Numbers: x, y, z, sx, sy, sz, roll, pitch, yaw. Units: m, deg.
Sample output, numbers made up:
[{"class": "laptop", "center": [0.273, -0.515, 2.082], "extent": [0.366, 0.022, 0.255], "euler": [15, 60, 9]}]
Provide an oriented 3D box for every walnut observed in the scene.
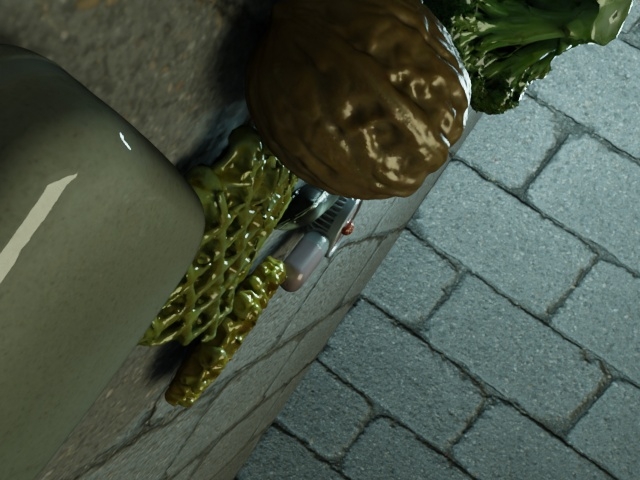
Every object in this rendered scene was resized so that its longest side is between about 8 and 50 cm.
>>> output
[{"class": "walnut", "center": [0.032, -0.141, 0.627], "extent": [0.213, 0.213, 0.213], "euler": [-52, 169, -15]}]

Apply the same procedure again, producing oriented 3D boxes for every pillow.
[{"class": "pillow", "center": [-0.011, -0.062, 1.054], "extent": [0.136, 0.055, 0.091], "euler": [-40, 164, -46]}]

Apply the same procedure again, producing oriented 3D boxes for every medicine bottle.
[{"class": "medicine bottle", "center": [-0.227, 0.081, 0.402], "extent": [0.375, 0.123, 0.282], "euler": [-52, 167, -6]}]

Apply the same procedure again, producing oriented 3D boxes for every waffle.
[{"class": "waffle", "center": [-0.144, 0.140, 1.024], "extent": [0.253, 0.056, 0.249], "euler": [-53, -177, 24]}, {"class": "waffle", "center": [-0.113, 0.004, 0.780], "extent": [0.297, 0.073, 0.317], "euler": [-56, 169, 6]}]

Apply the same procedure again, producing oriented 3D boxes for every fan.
[{"class": "fan", "center": [0.000, 0.000, 1.181], "extent": [0.244, 0.074, 0.130], "euler": [-53, 172, -41]}]

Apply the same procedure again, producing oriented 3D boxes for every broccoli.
[{"class": "broccoli", "center": [0.273, -0.325, 0.942], "extent": [0.308, 0.275, 0.307], "euler": [-20, 125, -32]}]
